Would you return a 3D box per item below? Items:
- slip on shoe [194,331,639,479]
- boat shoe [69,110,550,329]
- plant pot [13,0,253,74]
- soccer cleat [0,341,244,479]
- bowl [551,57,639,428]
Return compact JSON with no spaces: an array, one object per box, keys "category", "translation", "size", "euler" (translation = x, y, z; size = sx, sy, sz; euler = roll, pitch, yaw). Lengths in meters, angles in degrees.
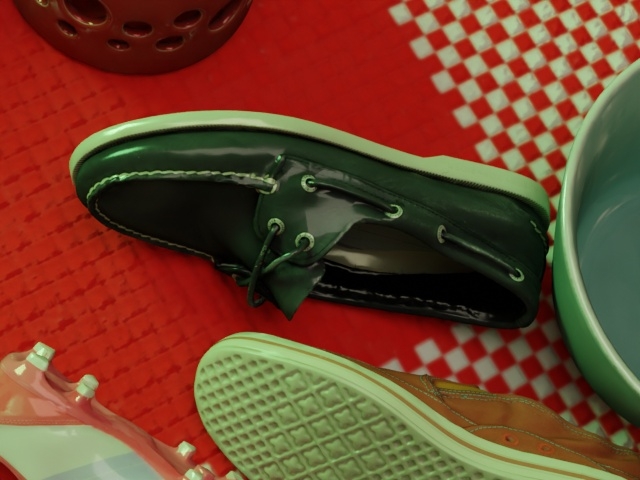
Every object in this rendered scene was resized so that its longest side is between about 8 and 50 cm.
[{"category":"slip on shoe","translation":[0.074,0.141,1.110],"size":[0.331,0.123,0.101],"euler":[18,28,1]},{"category":"boat shoe","translation":[-0.001,0.002,1.119],"size":[0.340,0.127,0.113],"euler":[11,57,-21]},{"category":"plant pot","translation":[-0.121,-0.231,1.146],"size":[0.191,0.174,0.191],"euler":[4,73,-13]},{"category":"soccer cleat","translation":[-0.122,0.167,1.065],"size":[0.248,0.083,0.095],"euler":[38,96,-5]},{"category":"bowl","translation":[0.286,0.026,1.164],"size":[0.311,0.163,0.311],"euler":[5,70,-14]}]
